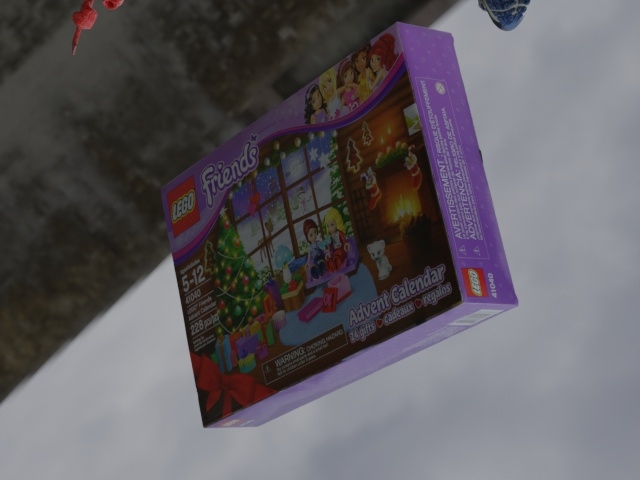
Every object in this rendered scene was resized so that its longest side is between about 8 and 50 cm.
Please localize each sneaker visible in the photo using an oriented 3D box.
[{"bbox_3d":[0.193,-0.264,1.631,0.052,0.058,0.135,-3,-132,-3],"label":"sneaker"}]

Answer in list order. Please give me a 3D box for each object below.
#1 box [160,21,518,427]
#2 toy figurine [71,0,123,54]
[{"bbox_3d":[0.000,0.000,1.093,0.293,0.057,0.201,-31,-116,44],"label":"box"},{"bbox_3d":[-0.213,-0.344,1.308,0.362,0.217,0.191,-29,-144,56],"label":"toy figurine"}]
